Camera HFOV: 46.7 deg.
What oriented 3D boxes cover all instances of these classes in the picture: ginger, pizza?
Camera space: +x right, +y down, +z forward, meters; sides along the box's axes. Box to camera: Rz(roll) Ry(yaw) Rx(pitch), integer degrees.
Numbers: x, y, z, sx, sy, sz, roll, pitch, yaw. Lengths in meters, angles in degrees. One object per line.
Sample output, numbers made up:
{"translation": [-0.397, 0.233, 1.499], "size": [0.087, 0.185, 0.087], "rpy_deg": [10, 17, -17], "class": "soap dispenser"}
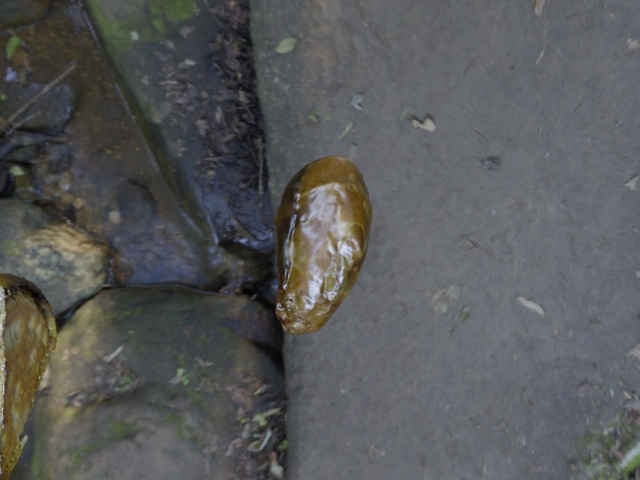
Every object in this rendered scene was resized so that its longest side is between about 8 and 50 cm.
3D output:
{"translation": [0.000, 0.000, 1.253], "size": [0.165, 0.172, 0.321], "rpy_deg": [19, 74, -16], "class": "ginger"}
{"translation": [-0.431, 0.178, 1.030], "size": [0.073, 0.251, 0.288], "rpy_deg": [6, 95, -1], "class": "pizza"}
